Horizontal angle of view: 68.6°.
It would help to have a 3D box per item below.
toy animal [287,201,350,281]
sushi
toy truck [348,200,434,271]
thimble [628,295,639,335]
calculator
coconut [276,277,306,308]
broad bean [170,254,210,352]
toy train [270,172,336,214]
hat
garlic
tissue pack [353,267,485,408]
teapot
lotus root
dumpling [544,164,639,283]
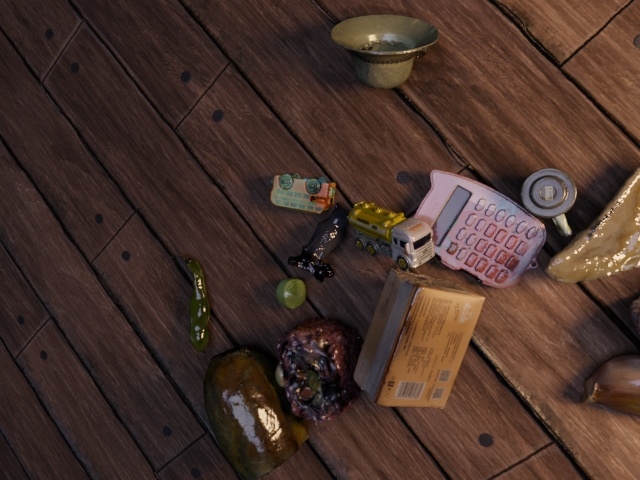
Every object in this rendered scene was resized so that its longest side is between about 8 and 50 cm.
[{"bbox_3d":[0.000,-0.003,1.258,0.121,0.117,0.210,31,107,23],"label":"toy animal"},{"bbox_3d":[-0.013,0.351,1.265,0.237,0.171,0.269,-5,95,21],"label":"sushi"},{"bbox_3d":[0.168,-0.019,1.151,0.227,0.098,0.114,26,134,45],"label":"toy truck"},{"bbox_3d":[0.766,0.168,0.926,0.237,0.205,0.172,-28,85,12],"label":"thimble"},{"bbox_3d":[0.378,-0.022,1.149,0.330,0.048,0.220,33,104,13],"label":"calculator"},{"bbox_3d":[-0.080,0.148,1.320,0.096,0.088,0.087,11,100,50],"label":"coconut"},{"bbox_3d":[-0.389,0.194,1.461,0.098,0.056,0.317,-17,83,28],"label":"broad bean"},{"bbox_3d":[-0.051,-0.132,1.290,0.188,0.072,0.099,11,104,20],"label":"toy train"},{"bbox_3d":[0.150,-0.443,1.137,0.257,0.257,0.130,17,137,19],"label":"hat"},{"bbox_3d":[0.735,0.334,1.019,0.267,0.148,0.128,19,65,23],"label":"garlic"},{"bbox_3d":[0.221,0.227,1.166,0.239,0.239,0.305,21,102,18],"label":"tissue pack"},{"bbox_3d":[0.524,-0.092,1.051,0.149,0.108,0.111,41,106,18],"label":"teapot"},{"bbox_3d":[-0.199,0.469,1.322,0.251,0.250,0.345,-30,81,21],"label":"lotus root"},{"bbox_3d":[0.642,-0.020,1.021,0.166,0.086,0.332,39,101,-15],"label":"dumpling"}]
